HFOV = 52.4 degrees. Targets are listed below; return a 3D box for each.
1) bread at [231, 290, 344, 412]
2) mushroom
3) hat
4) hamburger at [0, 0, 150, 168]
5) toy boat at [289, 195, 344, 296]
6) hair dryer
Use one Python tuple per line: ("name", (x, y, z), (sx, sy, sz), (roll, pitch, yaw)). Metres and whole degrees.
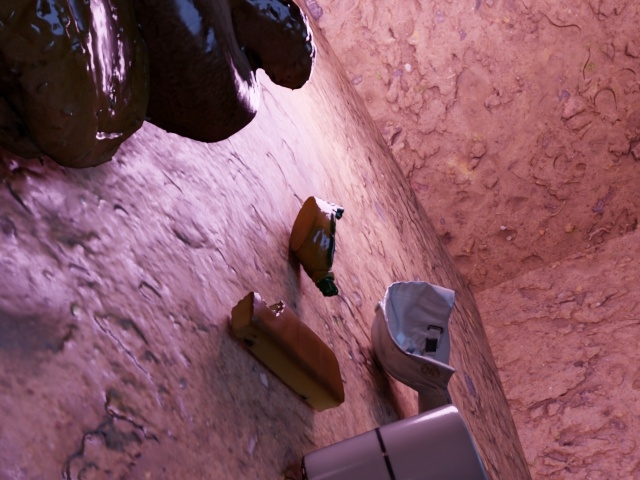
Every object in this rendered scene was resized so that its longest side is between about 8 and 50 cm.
("bread", (-0.042, 0.142, 0.865), (0.226, 0.049, 0.088), (51, 22, -38))
("mushroom", (-0.177, -0.275, 0.766), (0.345, 0.239, 0.345), (44, -1, 1))
("hat", (0.188, 0.247, 1.317), (0.258, 0.167, 0.302), (-68, 157, -58))
("hamburger", (-0.236, -0.196, 0.498), (0.211, 0.132, 0.309), (-104, 177, -74))
("toy boat", (0.000, 0.000, 1.119), (0.088, 0.089, 0.230), (35, 36, -21))
("hair dryer", (0.105, 0.332, 0.870), (0.362, 0.203, 0.128), (71, 0, -64))
